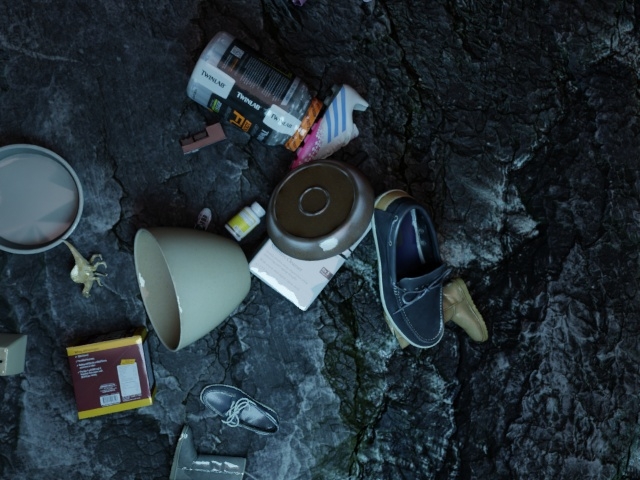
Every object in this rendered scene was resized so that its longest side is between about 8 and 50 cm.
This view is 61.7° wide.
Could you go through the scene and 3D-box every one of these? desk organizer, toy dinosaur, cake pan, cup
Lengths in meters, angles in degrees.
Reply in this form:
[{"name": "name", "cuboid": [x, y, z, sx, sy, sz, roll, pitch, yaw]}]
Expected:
[{"name": "desk organizer", "cuboid": [-0.339, -0.291, 1.539, 0.130, 0.047, 0.050, -23, 95, -10]}, {"name": "toy dinosaur", "cuboid": [-0.640, 0.074, 1.470, 0.093, 0.053, 0.183, -22, 114, -28]}, {"name": "cake pan", "cuboid": [-0.791, -0.111, 1.446, 0.293, 0.054, 0.293, 0, 92, -12]}, {"name": "cup", "cuboid": [-0.330, 0.105, 1.446, 0.237, 0.331, 0.330, -14, 96, -33]}]

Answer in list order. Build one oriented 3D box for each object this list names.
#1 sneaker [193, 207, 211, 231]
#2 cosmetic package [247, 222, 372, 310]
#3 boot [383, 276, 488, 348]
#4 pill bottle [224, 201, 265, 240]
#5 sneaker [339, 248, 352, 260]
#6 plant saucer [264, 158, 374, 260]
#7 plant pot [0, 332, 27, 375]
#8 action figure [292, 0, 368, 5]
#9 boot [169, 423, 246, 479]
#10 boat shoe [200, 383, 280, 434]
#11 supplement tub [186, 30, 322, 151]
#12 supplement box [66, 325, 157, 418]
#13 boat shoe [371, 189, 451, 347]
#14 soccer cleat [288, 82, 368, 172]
[{"name": "sneaker", "cuboid": [-0.339, -0.046, 1.537, 0.038, 0.069, 0.098, 18, 89, -13]}, {"name": "cosmetic package", "cuboid": [-0.018, -0.013, 1.563, 0.217, 0.156, 0.385, 38, 85, -10]}, {"name": "boot", "cuboid": [0.365, 0.268, 1.698, 0.270, 0.089, 0.236, -27, 89, -9]}, {"name": "pill bottle", "cuboid": [-0.217, -0.058, 1.565, 0.116, 0.065, 0.065, -42, 100, -8]}, {"name": "sneaker", "cuboid": [0.001, -0.002, 1.457, 0.170, 0.089, 0.051, 22, 75, 26]}, {"name": "plant saucer", "cuboid": [-0.012, -0.096, 1.428, 0.311, 0.050, 0.310, -8, 62, 15]}, {"name": "plant pot", "cuboid": [-0.860, 0.309, 1.427, 0.109, 0.096, 0.108, 6, 91, -12]}, {"name": "action figure", "cuboid": [0.010, -0.833, 1.556, 0.370, 0.248, 0.276, -33, 56, -21]}, {"name": "boot", "cuboid": [-0.321, 0.637, 1.567, 0.209, 0.076, 0.189, 12, 104, -6]}, {"name": "boat shoe", "cuboid": [-0.234, 0.504, 1.577, 0.255, 0.079, 0.095, 33, 86, -11]}, {"name": "supplement tub", "cuboid": [-0.178, -0.403, 1.487, 0.338, 0.207, 0.207, 30, 86, -11]}, {"name": "supplement box", "cuboid": [-0.568, 0.357, 1.474, 0.192, 0.129, 0.194, -9, 94, -11]}, {"name": "boat shoe", "cuboid": [0.267, 0.100, 1.522, 0.187, 0.156, 0.499, -22, 110, -19]}, {"name": "soccer cleat", "cuboid": [0.028, -0.304, 1.581, 0.143, 0.116, 0.331, 30, 86, -11]}]
